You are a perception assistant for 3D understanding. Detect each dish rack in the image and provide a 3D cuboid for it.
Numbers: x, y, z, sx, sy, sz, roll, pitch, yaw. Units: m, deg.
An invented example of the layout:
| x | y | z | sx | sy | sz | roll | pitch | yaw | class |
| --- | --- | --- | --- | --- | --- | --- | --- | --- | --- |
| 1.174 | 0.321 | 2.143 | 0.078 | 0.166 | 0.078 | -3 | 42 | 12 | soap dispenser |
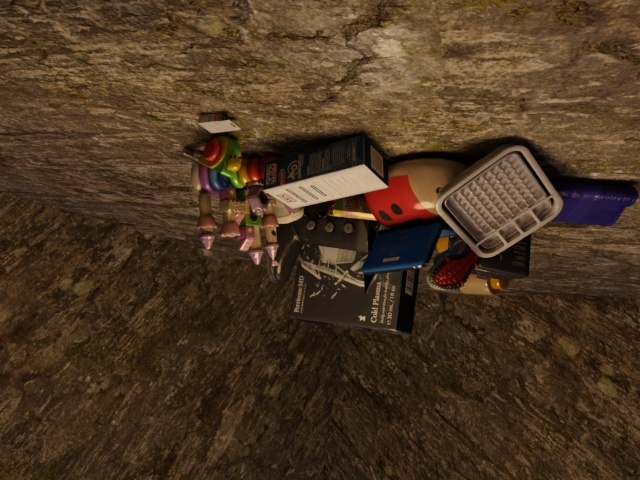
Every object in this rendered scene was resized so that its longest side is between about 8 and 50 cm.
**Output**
| x | y | z | sx | sy | sz | roll | pitch | yaw | class |
| --- | --- | --- | --- | --- | --- | --- | --- | --- | --- |
| 0.502 | -0.115 | 1.451 | 0.286 | 0.072 | 0.333 | -37 | 129 | 20 | dish rack |

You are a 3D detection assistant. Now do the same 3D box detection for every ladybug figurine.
| x | y | z | sx | sy | sz | roll | pitch | yaw | class |
| --- | --- | --- | --- | --- | --- | --- | --- | --- | --- |
| 0.306 | -0.134 | 1.648 | 0.305 | 0.161 | 0.449 | 14 | 167 | -21 | ladybug figurine |

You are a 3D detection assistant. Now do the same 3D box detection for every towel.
| x | y | z | sx | sy | sz | roll | pitch | yaw | class |
| --- | --- | --- | --- | --- | --- | --- | --- | --- | --- |
| 0.776 | -0.127 | 1.578 | 0.309 | 0.076 | 0.227 | 7 | 160 | 11 | towel |

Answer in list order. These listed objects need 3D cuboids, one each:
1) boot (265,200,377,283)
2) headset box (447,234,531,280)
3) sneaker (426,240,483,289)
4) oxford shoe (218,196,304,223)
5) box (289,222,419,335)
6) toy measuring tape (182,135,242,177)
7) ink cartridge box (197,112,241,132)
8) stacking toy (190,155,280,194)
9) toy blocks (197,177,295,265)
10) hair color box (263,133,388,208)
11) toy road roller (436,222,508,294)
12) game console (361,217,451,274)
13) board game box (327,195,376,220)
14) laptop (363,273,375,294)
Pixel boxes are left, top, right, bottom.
| x | y | z | sx | sy | sz | roll | pitch | yaw | class |
| --- | --- | --- | --- | --- | --- | --- | --- | --- | --- |
| 0.008 | 0.013 | 2.083 | 0.446 | 0.366 | 0.146 | 3 | -178 | 21 | boot |
| 0.579 | -0.006 | 1.749 | 0.247 | 0.282 | 0.131 | 11 | 167 | -12 | headset box |
| 0.393 | 0.085 | 1.557 | 0.262 | 0.104 | 0.125 | -28 | -177 | -40 | sneaker |
| -0.249 | -0.158 | 2.049 | 0.450 | 0.130 | 0.169 | 7 | -146 | 43 | oxford shoe |
| 0.165 | 0.144 | 2.228 | 0.472 | 0.479 | 0.297 | 3 | 168 | 25 | box |
| -0.342 | -0.289 | 1.642 | 0.121 | 0.121 | 0.330 | 21 | -175 | -43 | toy measuring tape |
| -0.288 | -0.339 | 1.466 | 0.115 | 0.029 | 0.063 | 1 | 164 | 29 | ink cartridge box |
| -0.269 | -0.228 | 1.740 | 0.331 | 0.141 | 0.141 | -1 | 164 | 21 | stacking toy |
| -0.230 | -0.043 | 1.762 | 0.309 | 0.259 | 0.289 | -10 | 172 | 34 | toy blocks |
| 0.014 | -0.202 | 1.555 | 0.348 | 0.105 | 0.174 | -11 | 157 | 28 | hair color box |
| 0.565 | 0.057 | 1.951 | 0.241 | 0.329 | 0.203 | -9 | -177 | -43 | toy road roller |
| 0.317 | 0.034 | 1.644 | 0.173 | 0.250 | 0.293 | 39 | 153 | -23 | game console |
| 0.164 | -0.123 | 1.913 | 0.260 | 0.124 | 0.039 | 4 | 125 | 13 | board game box |
| 0.277 | 0.072 | 1.917 | 0.265 | 0.136 | 0.234 | -14 | -162 | 8 | laptop |
